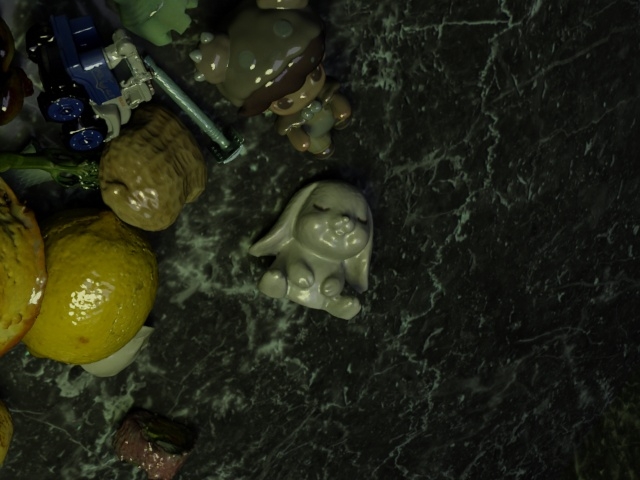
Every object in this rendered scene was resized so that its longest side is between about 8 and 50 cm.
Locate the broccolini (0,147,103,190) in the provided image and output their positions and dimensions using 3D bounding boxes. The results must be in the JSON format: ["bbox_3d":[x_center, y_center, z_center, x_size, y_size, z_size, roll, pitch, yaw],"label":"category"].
[{"bbox_3d":[-0.437,-0.115,1.263,0.073,0.392,0.079,-18,91,16],"label":"broccolini"}]

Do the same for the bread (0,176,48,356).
[{"bbox_3d":[-0.615,0.051,1.239,0.358,0.204,0.337,-42,88,9],"label":"bread"}]

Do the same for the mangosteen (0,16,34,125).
[{"bbox_3d":[-0.562,-0.238,1.164,0.287,0.233,0.288,-3,97,-27],"label":"mangosteen"}]

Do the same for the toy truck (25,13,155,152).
[{"bbox_3d":[-0.356,-0.258,1.264,0.176,0.161,0.213,-20,158,-4],"label":"toy truck"}]

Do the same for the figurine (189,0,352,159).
[{"bbox_3d":[-0.058,-0.298,1.441,0.248,0.203,0.380,-39,141,6],"label":"figurine"}]

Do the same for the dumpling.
[{"bbox_3d":[-0.420,0.218,1.612,0.176,0.092,0.150,-45,143,-4],"label":"dumpling"}]

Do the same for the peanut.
[{"bbox_3d":[-0.296,-0.126,1.403,0.110,0.233,0.197,-14,118,29],"label":"peanut"}]

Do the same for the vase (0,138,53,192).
[{"bbox_3d":[-0.534,-0.101,1.363,0.148,0.081,0.081,-32,128,-5],"label":"vase"}]

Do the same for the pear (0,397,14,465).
[{"bbox_3d":[-0.709,0.372,1.460,0.271,0.271,0.271,-14,124,-21],"label":"pear"}]

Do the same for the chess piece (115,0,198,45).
[{"bbox_3d":[-0.335,-0.422,1.222,0.299,0.194,0.195,28,102,-46],"label":"chess piece"}]

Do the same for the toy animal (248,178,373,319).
[{"bbox_3d":[0.000,0.000,1.655,0.271,0.206,0.265,17,97,-15],"label":"toy animal"}]

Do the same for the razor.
[{"bbox_3d":[-0.237,-0.245,1.440,0.068,0.106,0.232,-43,120,0],"label":"razor"}]

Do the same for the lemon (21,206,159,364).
[{"bbox_3d":[-0.424,0.084,1.416,0.257,0.258,0.310,25,101,-37],"label":"lemon"}]

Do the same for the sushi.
[{"bbox_3d":[-0.364,0.442,1.752,0.161,0.241,0.108,35,94,0],"label":"sushi"}]
